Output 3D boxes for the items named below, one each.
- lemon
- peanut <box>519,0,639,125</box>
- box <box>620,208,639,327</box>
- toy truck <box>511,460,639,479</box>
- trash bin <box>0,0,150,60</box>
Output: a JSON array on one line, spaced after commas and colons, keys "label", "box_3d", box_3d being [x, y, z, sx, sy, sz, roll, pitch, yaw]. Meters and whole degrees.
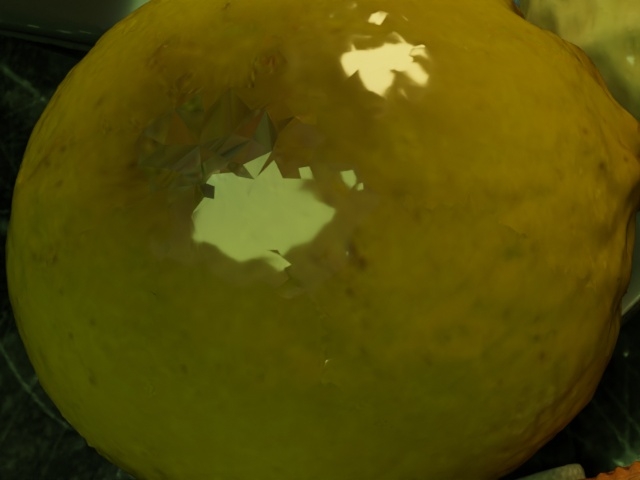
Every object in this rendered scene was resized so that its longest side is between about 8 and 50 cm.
[{"label": "lemon", "box_3d": [0.001, 0.000, 0.780, 0.297, 0.297, 0.297, -3, 80, 21]}, {"label": "peanut", "box_3d": [0.246, -0.083, 0.810, 0.305, 0.147, 0.147, 12, 86, 19]}, {"label": "box", "box_3d": [0.115, 0.058, 0.885, 0.218, 0.039, 0.055, -46, 70, 10]}, {"label": "toy truck", "box_3d": [0.152, 0.179, 0.760, 0.387, 0.207, 0.173, -22, 75, 17]}, {"label": "trash bin", "box_3d": [-0.079, -0.242, 0.939, 0.209, 0.182, 0.290, 14, 93, 24]}]
